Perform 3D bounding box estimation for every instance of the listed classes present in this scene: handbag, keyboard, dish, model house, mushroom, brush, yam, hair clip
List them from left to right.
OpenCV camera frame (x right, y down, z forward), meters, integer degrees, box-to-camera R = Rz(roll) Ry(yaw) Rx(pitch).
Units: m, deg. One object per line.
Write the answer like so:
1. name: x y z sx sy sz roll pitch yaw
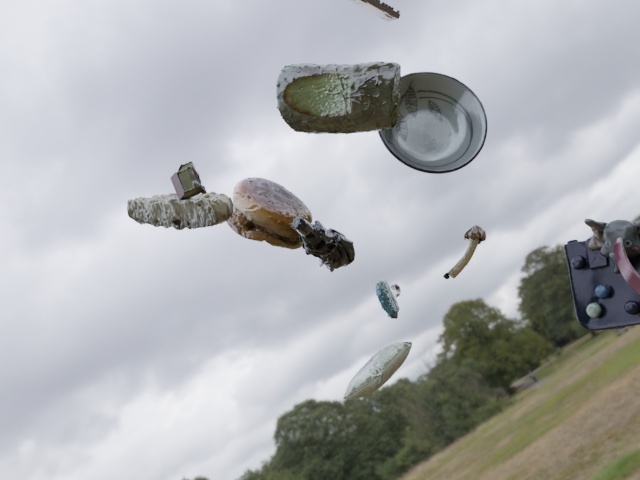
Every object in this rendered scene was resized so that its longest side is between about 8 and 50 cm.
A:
1. model house: -0.292 -0.130 1.419 0.058 0.083 0.057 -27 -16 1
2. yam: 0.049 -0.290 1.335 0.255 0.153 0.154 3 -5 24
3. keyboard: 0.081 -0.481 1.298 0.166 0.055 0.017 21 -88 -23
4. brush: 0.130 0.097 1.182 0.021 0.070 0.196 -27 -3 14
5. dish: 0.298 -0.309 1.812 0.317 0.316 0.106 -28 -17 -13
6. mushroom: 0.429 0.039 1.950 0.187 0.060 0.061 -59 -25 -1
7. hair clip: 0.680 0.057 1.442 0.022 0.137 0.054 -16 -26 -3
8. handbag: 0.732 0.061 1.519 0.119 0.268 0.326 0 -15 -39

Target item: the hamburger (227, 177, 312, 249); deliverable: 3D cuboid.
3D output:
1. hamburger: -0.141 -0.078 1.834 0.286 0.243 0.146 -80 15 -72

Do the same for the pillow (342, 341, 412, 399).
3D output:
1. pillow: 0.164 0.364 1.843 0.144 0.078 0.254 -49 -12 27

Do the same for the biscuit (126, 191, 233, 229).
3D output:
1. biscuit: -0.312 -0.074 1.574 0.281 0.084 0.179 3 11 35

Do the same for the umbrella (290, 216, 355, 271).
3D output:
1. umbrella: 0.000 0.000 1.666 0.118 0.118 0.340 -35 -24 7
